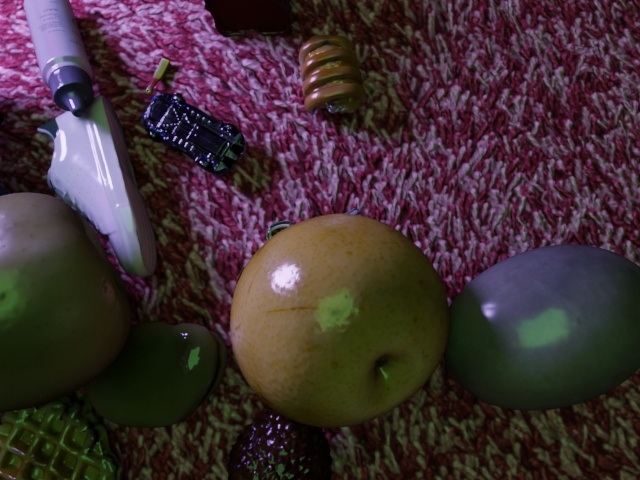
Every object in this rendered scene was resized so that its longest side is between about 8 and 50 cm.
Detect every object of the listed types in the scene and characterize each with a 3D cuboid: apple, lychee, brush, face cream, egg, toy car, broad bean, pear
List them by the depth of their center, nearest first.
[{"bbox_3d":[-0.482,0.104,0.945,0.358,0.357,0.357,0,81,2],"label":"apple"},{"bbox_3d":[0.023,0.123,0.950,0.349,0.348,0.348,0,81,2],"label":"pear"},{"bbox_3d":[0.370,0.140,0.974,0.352,0.258,0.258,-16,81,-6],"label":"egg"},{"bbox_3d":[-0.062,0.372,1.007,0.188,0.188,0.188,0,81,2],"label":"lychee"},{"bbox_3d":[-0.292,0.236,1.070,0.263,0.121,0.189,-13,78,13],"label":"broad bean"},{"bbox_3d":[-0.484,-0.346,1.121,0.092,0.092,0.311,-26,61,-2],"label":"face cream"},{"bbox_3d":[-0.244,-0.204,1.151,0.216,0.063,0.103,31,83,12],"label":"toy car"},{"bbox_3d":[-0.324,-0.323,1.192,0.019,0.021,0.083,23,77,4],"label":"brush"}]

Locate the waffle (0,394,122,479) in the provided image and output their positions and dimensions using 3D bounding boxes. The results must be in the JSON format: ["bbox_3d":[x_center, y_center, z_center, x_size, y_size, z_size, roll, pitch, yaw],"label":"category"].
[{"bbox_3d":[-0.493,0.435,1.060,0.297,0.073,0.317,-22,79,0],"label":"waffle"}]

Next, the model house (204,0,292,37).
[{"bbox_3d":[-0.139,-0.543,1.132,0.160,0.196,0.253,-5,81,4],"label":"model house"}]

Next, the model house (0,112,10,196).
[{"bbox_3d":[-0.715,-0.166,1.057,0.343,0.334,0.382,-4,76,-9],"label":"model house"}]

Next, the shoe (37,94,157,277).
[{"bbox_3d":[-0.423,-0.087,1.109,0.160,0.132,0.362,-19,77,-1],"label":"shoe"}]

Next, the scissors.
[{"bbox_3d":[0.000,0.000,1.130,0.187,0.020,0.133,-23,77,0],"label":"scissors"}]

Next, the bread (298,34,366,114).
[{"bbox_3d":[0.019,-0.315,1.148,0.119,0.084,0.177,-11,77,0],"label":"bread"}]
